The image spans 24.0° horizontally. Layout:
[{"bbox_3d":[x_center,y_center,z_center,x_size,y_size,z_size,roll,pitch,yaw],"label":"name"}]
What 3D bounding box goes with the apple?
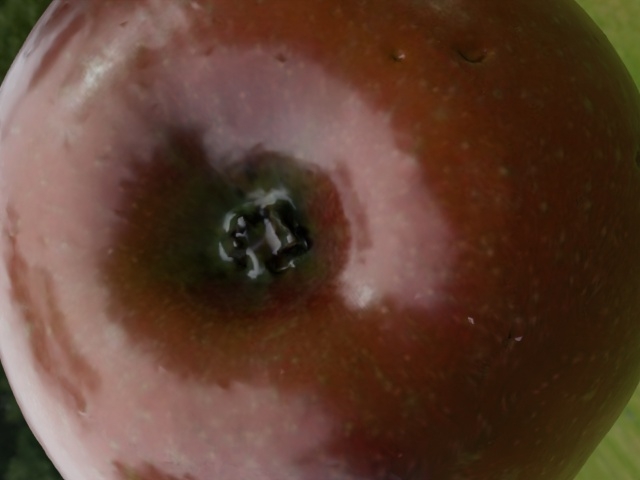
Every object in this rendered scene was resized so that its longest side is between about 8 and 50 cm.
[{"bbox_3d":[0.000,0.000,0.740,0.348,0.348,0.277,56,-173,6],"label":"apple"}]
